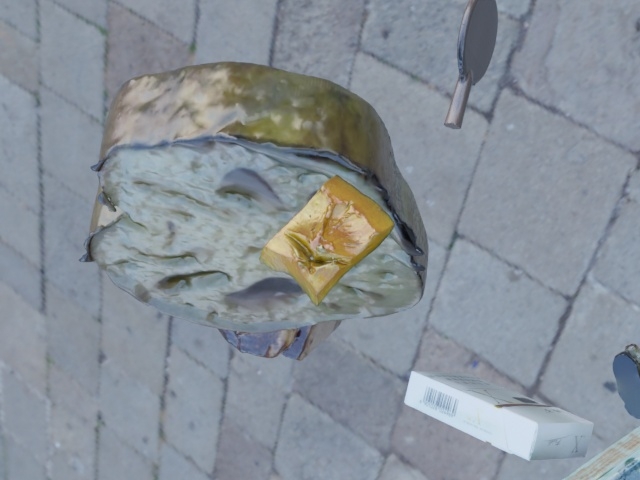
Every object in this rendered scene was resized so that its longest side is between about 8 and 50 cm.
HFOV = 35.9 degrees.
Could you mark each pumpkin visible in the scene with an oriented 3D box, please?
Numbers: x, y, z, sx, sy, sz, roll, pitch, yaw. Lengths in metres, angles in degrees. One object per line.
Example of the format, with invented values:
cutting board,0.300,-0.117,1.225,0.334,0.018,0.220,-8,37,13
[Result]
pumpkin,0.000,-0.002,0.786,0.101,0.035,0.073,-49,59,6

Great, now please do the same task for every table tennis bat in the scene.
table tennis bat,0.220,-0.201,1.131,0.119,0.107,0.170,13,83,27

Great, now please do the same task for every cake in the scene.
cake,-0.055,0.045,1.518,0.196,0.293,0.199,23,120,19

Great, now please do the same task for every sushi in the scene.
sushi,0.363,0.157,1.118,0.044,0.046,0.083,-13,98,38

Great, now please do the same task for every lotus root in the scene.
lotus root,-0.060,-0.019,1.013,0.375,0.111,0.390,25,144,-16

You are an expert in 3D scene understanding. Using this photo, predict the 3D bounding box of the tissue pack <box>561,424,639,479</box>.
tissue pack,0.424,0.380,1.273,0.228,0.311,0.128,54,177,5

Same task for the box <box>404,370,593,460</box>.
box,0.161,0.159,0.907,0.154,0.084,0.040,16,93,49
